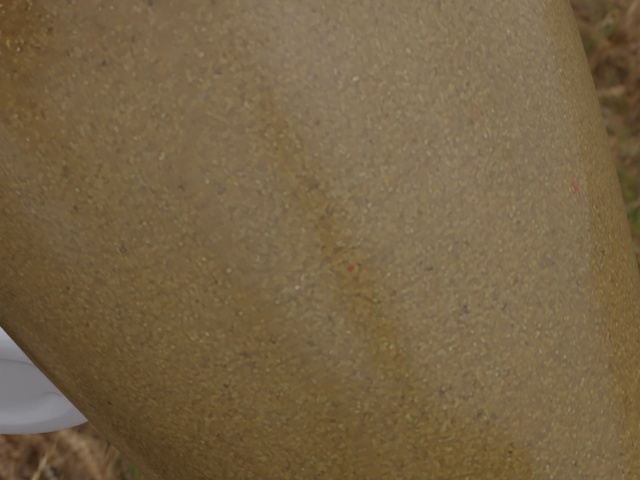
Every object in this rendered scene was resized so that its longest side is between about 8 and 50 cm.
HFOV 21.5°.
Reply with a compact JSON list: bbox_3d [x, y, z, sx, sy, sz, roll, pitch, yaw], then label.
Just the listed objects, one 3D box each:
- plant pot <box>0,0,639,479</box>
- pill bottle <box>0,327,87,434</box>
[{"bbox_3d":[0.000,0.000,0.542,0.237,0.237,0.254,-31,94,-35],"label":"plant pot"},{"bbox_3d":[-0.184,-0.026,1.034,0.146,0.146,0.264,8,59,-13],"label":"pill bottle"}]
